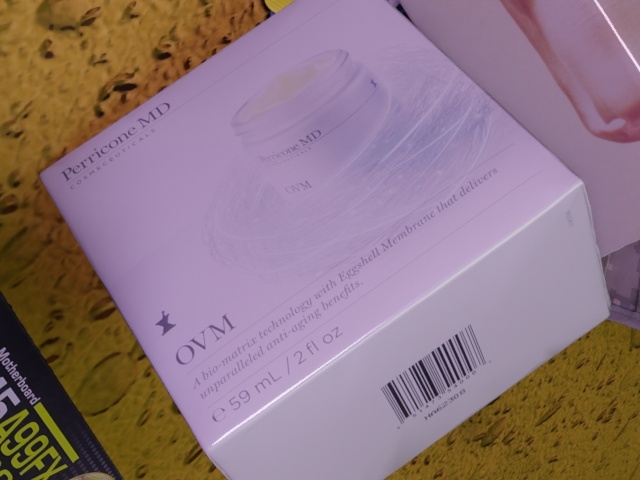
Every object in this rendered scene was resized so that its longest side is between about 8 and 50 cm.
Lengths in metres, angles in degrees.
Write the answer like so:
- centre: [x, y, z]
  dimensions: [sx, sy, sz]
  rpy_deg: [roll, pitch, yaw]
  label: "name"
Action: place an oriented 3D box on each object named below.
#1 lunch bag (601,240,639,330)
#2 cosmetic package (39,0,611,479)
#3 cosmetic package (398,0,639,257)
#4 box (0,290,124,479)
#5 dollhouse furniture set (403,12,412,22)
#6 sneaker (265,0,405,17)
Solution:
- centre: [0.314, -0.033, 0.816]
  dimensions: [0.169, 0.287, 0.235]
  rpy_deg: [-7, 113, -51]
  label: "lunch bag"
- centre: [0.000, 0.000, 0.655]
  dimensions: [0.224, 0.224, 0.138]
  rpy_deg: [-35, 142, -5]
  label: "cosmetic package"
- centre: [0.149, -0.154, 0.674]
  dimensions: [0.153, 0.296, 0.129]
  rpy_deg: [-33, 179, -34]
  label: "cosmetic package"
- centre: [-0.184, 0.039, 0.505]
  dimensions: [0.060, 0.216, 0.270]
  rpy_deg: [-40, 143, -20]
  label: "box"
- centre: [0.136, -0.060, 0.891]
  dimensions: [0.262, 0.135, 0.259]
  rpy_deg: [7, 112, -53]
  label: "dollhouse furniture set"
- centre: [0.026, -0.155, 0.751]
  dimensions: [0.144, 0.053, 0.059]
  rpy_deg: [-26, 136, -25]
  label: "sneaker"
